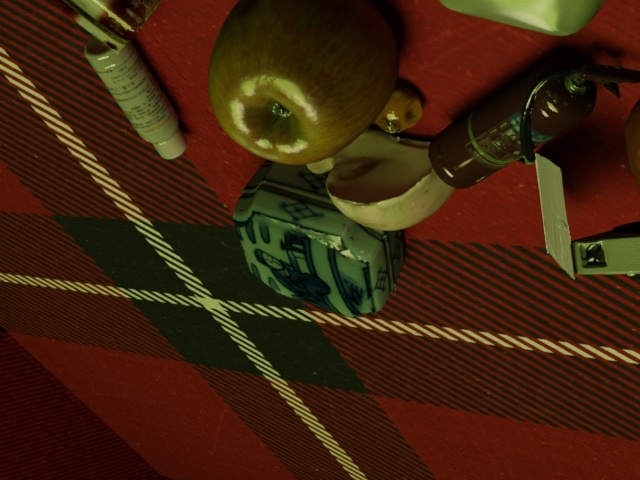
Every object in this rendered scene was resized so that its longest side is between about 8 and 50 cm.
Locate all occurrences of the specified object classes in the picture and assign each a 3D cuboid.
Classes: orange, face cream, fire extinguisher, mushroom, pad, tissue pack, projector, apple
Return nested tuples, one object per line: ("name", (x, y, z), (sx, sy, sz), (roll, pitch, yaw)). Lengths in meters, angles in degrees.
("orange", (0.109, -0.195, 1.687), (0.086, 0.062, 0.086), (23, 149, 15))
("face cream", (-0.313, -0.247, 1.965), (0.082, 0.082, 0.269), (9, 146, 32))
("fire extinguisher", (0.288, -0.164, 1.543), (0.142, 0.105, 0.341), (6, 161, -26))
("mushroom", (0.094, -0.069, 1.801), (0.236, 0.162, 0.173), (14, 147, 30))
("pad", (0.325, -0.039, 1.570), (0.004, 0.156, 0.232), (-8, -171, 4))
("tissue pack", (-0.337, -0.379, 1.750), (0.149, 0.099, 0.106), (37, 151, -15))
("projector", (0.504, 0.006, 1.477), (0.257, 0.259, 0.079), (-4, 96, 47))
("apple", (-0.029, -0.230, 1.566), (0.264, 0.264, 0.264), (22, 151, 13))

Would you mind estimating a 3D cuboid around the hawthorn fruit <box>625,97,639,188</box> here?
("hawthorn fruit", (0.461, -0.109, 1.362), (0.211, 0.210, 0.262), (27, 158, 5))

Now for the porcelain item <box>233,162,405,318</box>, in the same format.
("porcelain item", (0.000, 0.000, 2.009), (0.286, 0.157, 0.281), (18, 149, 18))

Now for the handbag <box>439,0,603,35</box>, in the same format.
("handbag", (0.220, -0.381, 1.242), (0.241, 0.109, 0.315), (17, 146, 19))
